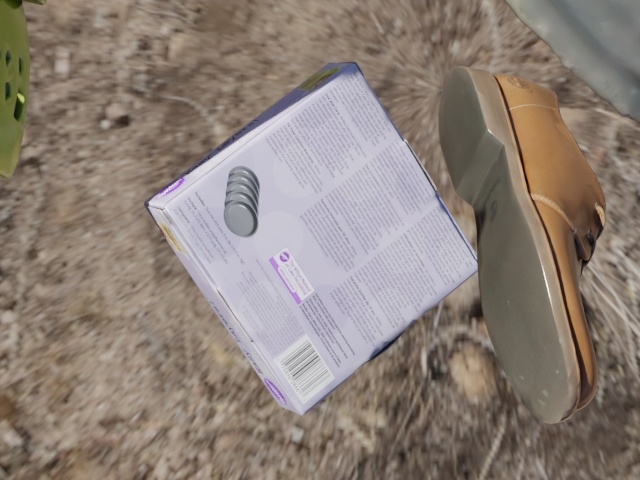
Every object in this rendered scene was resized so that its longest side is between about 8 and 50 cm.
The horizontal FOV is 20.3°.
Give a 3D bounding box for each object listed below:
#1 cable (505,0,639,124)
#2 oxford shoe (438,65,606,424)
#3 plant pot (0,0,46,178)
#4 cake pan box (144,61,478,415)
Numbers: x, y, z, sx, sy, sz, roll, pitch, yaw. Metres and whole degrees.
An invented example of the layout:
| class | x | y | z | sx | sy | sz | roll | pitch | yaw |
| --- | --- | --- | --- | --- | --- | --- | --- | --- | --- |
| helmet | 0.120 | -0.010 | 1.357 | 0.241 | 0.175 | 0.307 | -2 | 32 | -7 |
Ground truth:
| class | x | y | z | sx | sy | sz | roll | pitch | yaw |
| --- | --- | --- | --- | --- | --- | --- | --- | --- | --- |
| cable | -0.021 | -0.134 | 0.354 | 0.072 | 0.139 | 0.287 | -34 | 111 | 23 |
| oxford shoe | 0.123 | -0.003 | 0.951 | 0.076 | 0.076 | 0.212 | 3 | 59 | -20 |
| plant pot | -0.382 | -0.196 | 1.606 | 0.228 | 0.227 | 0.207 | 15 | 85 | 11 |
| cake pan box | 0.000 | 0.000 | 1.732 | 0.245 | 0.070 | 0.267 | -39 | 109 | -15 |
